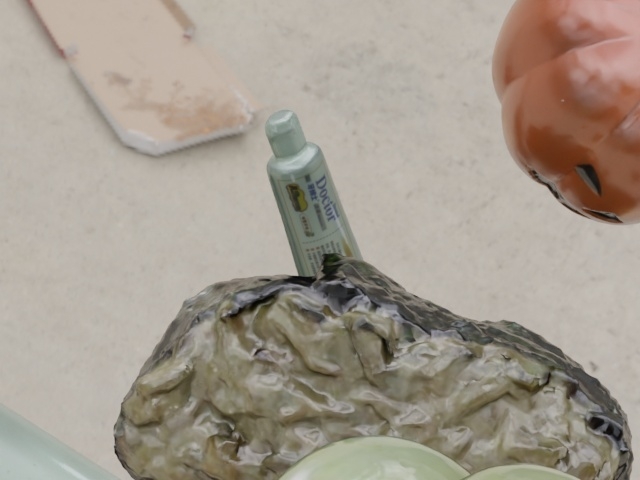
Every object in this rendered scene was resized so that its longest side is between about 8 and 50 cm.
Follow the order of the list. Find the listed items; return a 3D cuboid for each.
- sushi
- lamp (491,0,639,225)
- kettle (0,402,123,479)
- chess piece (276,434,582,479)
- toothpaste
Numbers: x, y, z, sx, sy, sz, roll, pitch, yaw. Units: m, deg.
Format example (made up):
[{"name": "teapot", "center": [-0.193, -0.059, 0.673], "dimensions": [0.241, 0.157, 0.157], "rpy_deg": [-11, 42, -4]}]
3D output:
[{"name": "sushi", "center": [0.045, 0.131, 0.715], "dimensions": [0.350, 0.211, 0.171], "rpy_deg": [17, 3, 2]}, {"name": "lamp", "center": [0.201, -0.102, 0.624], "dimensions": [0.187, 0.164, 0.188], "rpy_deg": [1, 80, -6]}, {"name": "kettle", "center": [-0.356, 0.310, 1.062], "dimensions": [0.376, 0.250, 0.361], "rpy_deg": [32, -1, -7]}, {"name": "chess piece", "center": [0.072, 0.132, 0.312], "dimensions": [0.144, 0.145, 0.251], "rpy_deg": [-27, 22, -39]}, {"name": "toothpaste", "center": [0.000, 0.000, 0.840], "dimensions": [0.067, 0.255, 0.037], "rpy_deg": [-28, 42, -10]}]
